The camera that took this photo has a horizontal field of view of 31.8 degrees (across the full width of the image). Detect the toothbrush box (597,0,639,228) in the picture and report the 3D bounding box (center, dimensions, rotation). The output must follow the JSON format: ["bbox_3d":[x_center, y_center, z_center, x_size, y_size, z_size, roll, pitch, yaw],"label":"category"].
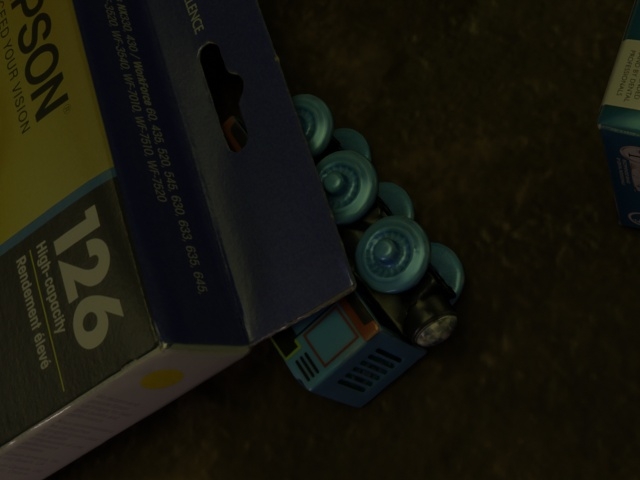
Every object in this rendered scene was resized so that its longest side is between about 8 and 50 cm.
[{"bbox_3d":[0.306,-0.093,0.521,0.295,0.126,0.216,13,74,25],"label":"toothbrush box"}]

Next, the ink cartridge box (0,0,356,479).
[{"bbox_3d":[-0.158,-0.033,0.665,0.307,0.072,0.303,-34,59,25],"label":"ink cartridge box"}]

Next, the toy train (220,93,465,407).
[{"bbox_3d":[0.000,0.000,0.628,0.105,0.080,0.184,-41,60,9],"label":"toy train"}]
